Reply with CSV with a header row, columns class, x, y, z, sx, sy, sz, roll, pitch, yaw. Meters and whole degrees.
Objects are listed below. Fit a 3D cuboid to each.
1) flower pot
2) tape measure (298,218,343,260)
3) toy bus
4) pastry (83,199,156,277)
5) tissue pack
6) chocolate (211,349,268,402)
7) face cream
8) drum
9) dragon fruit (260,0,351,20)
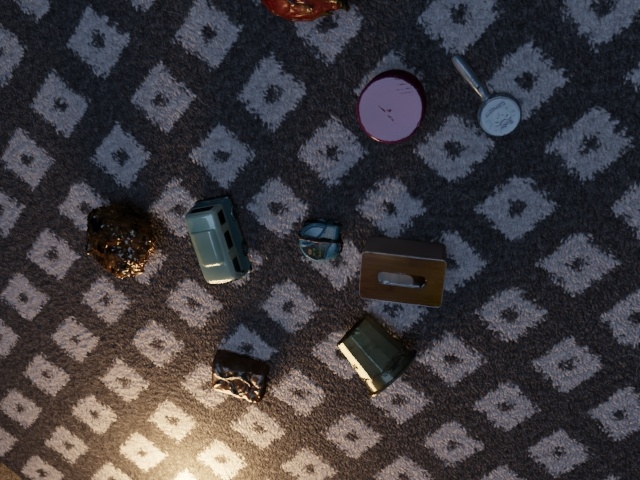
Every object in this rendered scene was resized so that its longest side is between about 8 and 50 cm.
class,x,y,z,sx,sy,sz,roll,pitch,yaw
flower pot,0.164,0.364,1.836,0.202,0.212,0.212,43,115,2
tape measure,0.000,0.000,1.777,0.146,0.081,0.125,7,111,10
toy bus,-0.325,0.012,1.808,0.133,0.165,0.271,-9,110,16
pastry,-0.647,-0.005,1.879,0.275,0.193,0.274,22,134,25
tissue pack,0.251,0.089,1.728,0.246,0.136,0.159,6,114,11
chocolate,-0.298,0.488,2.043,0.214,0.093,0.148,12,113,8
face cream,0.194,-0.362,1.519,0.175,0.195,0.175,4,111,11
drum,0.454,-0.399,1.524,0.130,0.049,0.253,-20,107,20
dragon fruit,-0.041,-0.668,1.418,0.299,0.244,0.244,25,117,21
